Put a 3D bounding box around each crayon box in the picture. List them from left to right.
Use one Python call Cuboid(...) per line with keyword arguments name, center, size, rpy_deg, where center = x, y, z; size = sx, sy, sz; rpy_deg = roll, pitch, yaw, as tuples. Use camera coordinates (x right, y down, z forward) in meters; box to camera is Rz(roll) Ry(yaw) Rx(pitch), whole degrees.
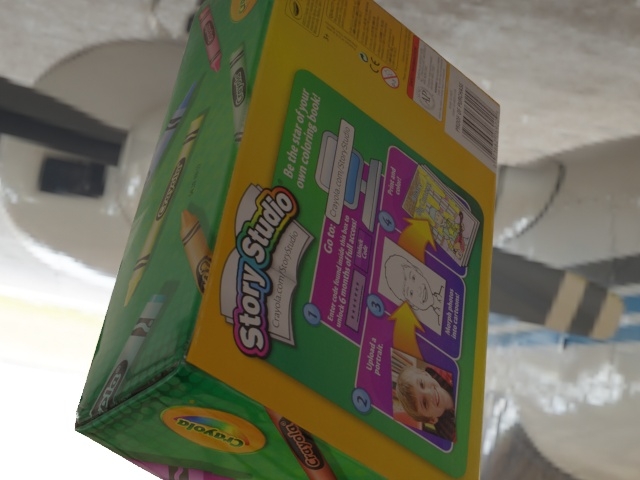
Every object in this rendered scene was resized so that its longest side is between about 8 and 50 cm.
Cuboid(name="crayon box", center=(0.000, 0.000, 0.617), size=(0.165, 0.278, 0.081), rpy_deg=(35, 134, -26))
